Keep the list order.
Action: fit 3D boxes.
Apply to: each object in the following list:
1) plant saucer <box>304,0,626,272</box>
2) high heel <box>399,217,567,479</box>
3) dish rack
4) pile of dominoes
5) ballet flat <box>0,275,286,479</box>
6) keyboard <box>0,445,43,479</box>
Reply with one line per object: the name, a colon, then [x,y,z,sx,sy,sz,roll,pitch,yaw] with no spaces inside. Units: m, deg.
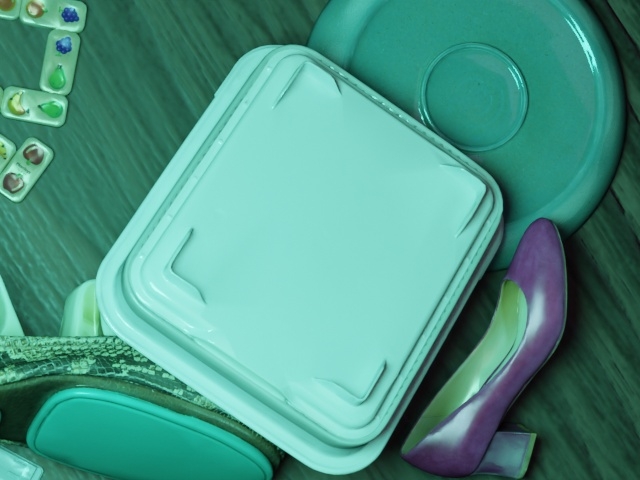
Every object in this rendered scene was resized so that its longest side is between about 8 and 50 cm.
plant saucer: [0.137,-0.129,1.809,0.318,0.044,0.317,1,83,-10]
high heel: [0.146,0.094,1.762,0.117,0.082,0.244,10,97,-20]
dish rack: [0.000,0.000,1.661,0.285,0.072,0.333,35,61,-6]
pile of dominoes: [-0.342,-0.142,1.720,0.251,0.040,0.196,10,82,-9]
ballet flat: [-0.255,0.104,1.633,0.483,0.164,0.182,6,60,-24]
keyboard: [-0.368,0.169,1.695,0.256,0.014,0.072,29,84,-6]
